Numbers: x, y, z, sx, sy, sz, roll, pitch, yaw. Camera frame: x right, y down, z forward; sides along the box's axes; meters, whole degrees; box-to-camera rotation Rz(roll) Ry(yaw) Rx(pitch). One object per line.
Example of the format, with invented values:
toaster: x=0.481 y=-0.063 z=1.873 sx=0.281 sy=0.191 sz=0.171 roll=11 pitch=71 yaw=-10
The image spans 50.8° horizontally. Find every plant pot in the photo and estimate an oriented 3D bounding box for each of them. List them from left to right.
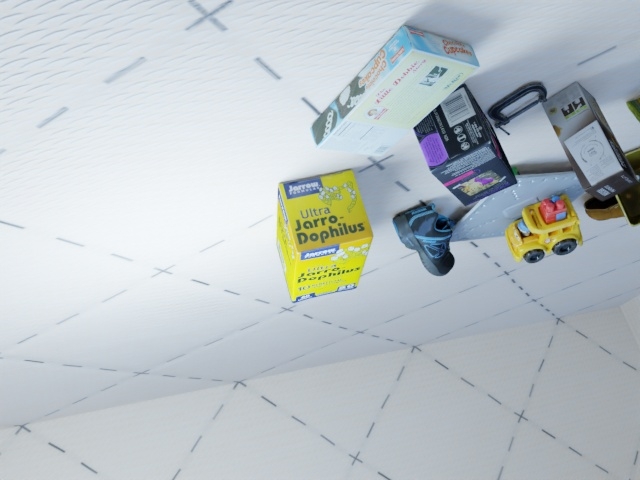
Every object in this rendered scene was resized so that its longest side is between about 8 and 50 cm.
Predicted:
plant pot: x=1.004 y=-0.167 z=2.073 sx=0.212 sy=0.212 sz=0.187 roll=-23 pitch=169 yaw=14

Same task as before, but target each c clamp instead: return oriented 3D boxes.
c clamp: x=0.467 y=-0.313 z=1.586 sx=0.137 sy=0.022 sz=0.161 roll=12 pitch=146 yaw=-40

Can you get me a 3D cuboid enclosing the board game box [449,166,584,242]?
board game box: x=0.618 y=-0.118 z=2.097 sx=0.390 sy=0.050 sz=0.390 roll=-6 pitch=155 yaw=-24

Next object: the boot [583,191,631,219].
boot: x=1.044 y=-0.136 z=2.266 sx=0.295 sy=0.104 sz=0.211 roll=-19 pitch=165 yaw=22

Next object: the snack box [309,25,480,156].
snack box: x=0.142 y=-0.287 z=1.364 sx=0.187 sy=0.060 sz=0.322 roll=1 pitch=151 yaw=-38

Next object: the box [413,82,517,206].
box: x=0.329 y=-0.209 z=1.537 sx=0.143 sy=0.165 sz=0.270 roll=-25 pitch=156 yaw=20

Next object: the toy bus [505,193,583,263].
toy bus: x=0.681 y=-0.051 z=2.067 sx=0.220 sy=0.149 sz=0.211 roll=-18 pitch=144 yaw=9

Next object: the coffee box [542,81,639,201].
coffee box: x=0.636 y=-0.231 z=1.591 sx=0.098 sy=0.246 sz=0.141 roll=-32 pitch=153 yaw=32

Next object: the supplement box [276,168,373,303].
supplement box: x=0.000 y=0.000 z=1.756 sx=0.194 sy=0.195 sz=0.356 roll=-13 pitch=157 yaw=-10

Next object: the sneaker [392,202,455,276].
sneaker: x=0.353 y=0.005 z=2.052 sx=0.140 sy=0.125 sz=0.341 roll=-29 pitch=145 yaw=19

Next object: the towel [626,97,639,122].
towel: x=0.892 y=-0.362 z=1.667 sx=0.237 sy=0.102 sz=0.021 roll=-23 pitch=132 yaw=13
